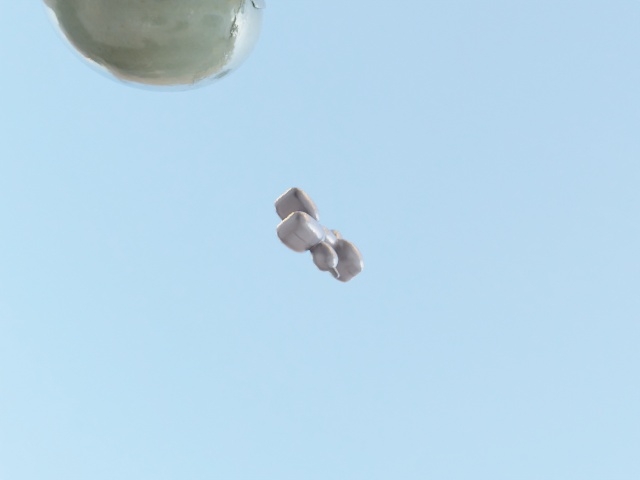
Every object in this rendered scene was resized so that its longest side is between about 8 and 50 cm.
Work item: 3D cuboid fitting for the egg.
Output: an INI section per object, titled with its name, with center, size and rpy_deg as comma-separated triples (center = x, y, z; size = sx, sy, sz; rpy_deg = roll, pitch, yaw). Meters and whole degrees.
[egg]
center = -0.185, -0.259, 1.105
size = 0.253, 0.186, 0.187
rpy_deg = 8, -60, 5

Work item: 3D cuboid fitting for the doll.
[doll]
center = 0.000, 0.000, 1.450
size = 0.059, 0.161, 0.160
rpy_deg = -40, -70, 12
